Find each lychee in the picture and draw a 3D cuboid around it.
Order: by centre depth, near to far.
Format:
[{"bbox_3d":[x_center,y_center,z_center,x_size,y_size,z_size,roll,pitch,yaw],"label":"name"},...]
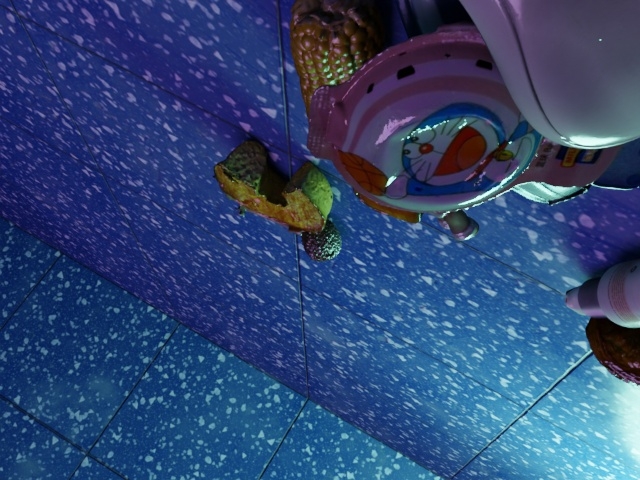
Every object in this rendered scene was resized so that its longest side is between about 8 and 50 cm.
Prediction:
[{"bbox_3d":[0.000,0.000,1.202,0.067,0.068,0.083,23,139,25],"label":"lychee"}]

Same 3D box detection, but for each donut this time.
[{"bbox_3d":[-0.060,-0.074,1.123,0.181,0.078,0.146,17,155,22],"label":"donut"}]

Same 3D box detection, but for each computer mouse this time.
[{"bbox_3d":[0.155,-0.180,0.437,0.296,0.184,0.121,51,-168,-20],"label":"computer mouse"}]

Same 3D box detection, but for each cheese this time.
[{"bbox_3d":[0.133,-0.082,0.592,0.286,0.074,0.188,5,140,-6],"label":"cheese"}]

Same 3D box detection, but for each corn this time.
[{"bbox_3d":[0.022,-0.161,0.790,0.091,0.091,0.260,24,162,16],"label":"corn"}]

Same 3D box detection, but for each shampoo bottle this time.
[{"bbox_3d":[0.339,0.061,0.845,0.074,0.074,0.192,34,168,-2],"label":"shampoo bottle"}]

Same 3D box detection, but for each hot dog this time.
[{"bbox_3d":[0.392,0.133,0.921,0.147,0.099,0.065,22,111,25],"label":"hot dog"}]

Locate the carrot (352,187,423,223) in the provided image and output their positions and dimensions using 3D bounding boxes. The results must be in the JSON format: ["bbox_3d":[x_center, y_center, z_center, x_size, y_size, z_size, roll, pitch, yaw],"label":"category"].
[{"bbox_3d":[0.086,-0.108,0.697,0.082,0.173,0.082,21,170,4],"label":"carrot"}]

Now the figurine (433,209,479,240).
[{"bbox_3d":[0.126,-0.083,0.818,0.197,0.093,0.147,42,-179,-42],"label":"figurine"}]

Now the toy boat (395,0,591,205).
[{"bbox_3d":[0.164,-0.126,0.663,0.062,0.096,0.299,-1,143,42],"label":"toy boat"}]
